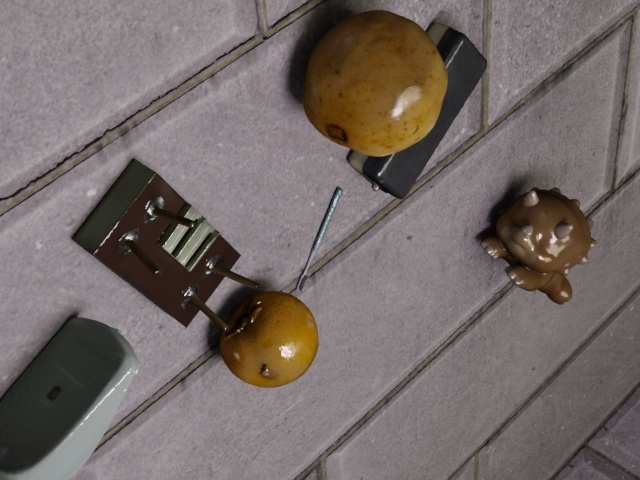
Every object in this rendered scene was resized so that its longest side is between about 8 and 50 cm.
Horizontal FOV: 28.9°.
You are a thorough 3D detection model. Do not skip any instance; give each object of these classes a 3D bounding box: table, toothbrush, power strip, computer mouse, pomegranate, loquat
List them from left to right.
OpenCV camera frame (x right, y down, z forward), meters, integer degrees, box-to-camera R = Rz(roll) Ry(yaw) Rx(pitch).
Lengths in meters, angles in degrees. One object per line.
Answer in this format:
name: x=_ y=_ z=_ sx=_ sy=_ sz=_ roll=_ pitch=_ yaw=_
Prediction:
computer mouse: x=-0.305 y=0.200 z=1.469 sx=0.231 sy=0.128 sz=0.079 roll=-50 pitch=147 yaw=-7
table: x=-0.171 y=0.024 z=1.514 sx=0.121 sy=0.111 sz=0.240 roll=-54 pitch=148 yaw=-8
loquat: x=-0.070 y=0.141 z=1.732 sx=0.141 sy=0.141 sz=0.141 roll=-34 pitch=141 yaw=-34
toothbrush: x=0.000 y=0.000 z=1.819 sx=0.011 sy=0.014 sz=0.167 roll=7 pitch=111 yaw=-46
pomegranate: x=0.077 y=-0.206 z=1.598 sx=0.196 sy=0.196 sz=0.196 roll=-34 pitch=141 yaw=-34
power strip: x=0.139 y=-0.183 z=1.807 sx=0.256 sy=0.070 sz=0.105 roll=-59 pitch=146 yaw=-3

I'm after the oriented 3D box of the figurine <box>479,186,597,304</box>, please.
figurine: x=0.404 y=-0.005 z=2.218 sx=0.173 sy=0.177 sz=0.247 roll=-46 pitch=139 yaw=15
